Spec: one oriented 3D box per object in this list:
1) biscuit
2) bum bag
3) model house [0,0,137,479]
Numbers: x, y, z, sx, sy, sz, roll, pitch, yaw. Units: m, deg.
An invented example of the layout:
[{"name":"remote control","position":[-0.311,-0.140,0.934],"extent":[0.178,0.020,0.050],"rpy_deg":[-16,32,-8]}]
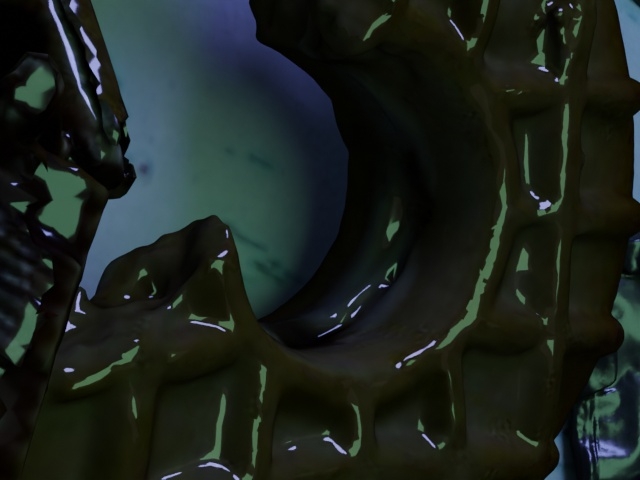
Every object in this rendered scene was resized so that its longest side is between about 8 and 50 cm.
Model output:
[{"name":"biscuit","position":[0.015,0.003,0.601],"extent":[0.268,0.115,0.366],"rpy_deg":[45,71,-34]},{"name":"bum bag","position":[0.174,0.076,0.792],"extent":[0.087,0.049,0.198],"rpy_deg":[1,84,-34]},{"name":"model house","position":[-0.164,-0.113,0.332],"extent":[0.297,0.282,0.317],"rpy_deg":[22,72,5]}]
